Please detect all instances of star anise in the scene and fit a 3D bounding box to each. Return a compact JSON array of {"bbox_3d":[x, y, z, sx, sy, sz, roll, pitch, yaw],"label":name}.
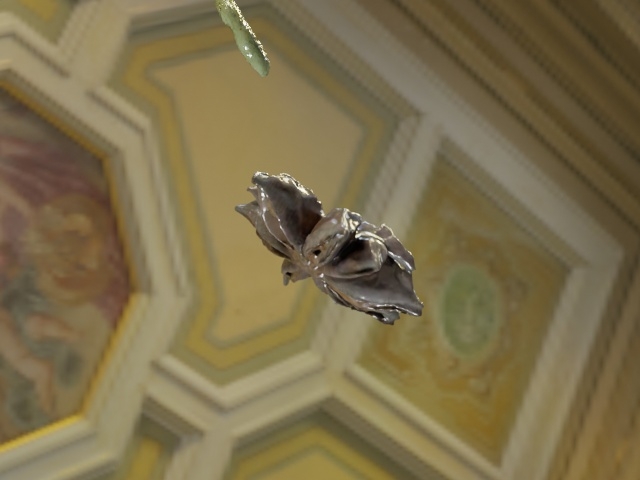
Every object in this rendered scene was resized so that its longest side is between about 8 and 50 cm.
[{"bbox_3d":[0.000,0.000,1.506,0.065,0.182,0.195,-56,-49,-16],"label":"star anise"}]

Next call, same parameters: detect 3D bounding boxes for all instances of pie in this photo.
[{"bbox_3d":[-0.063,-0.167,1.445,0.017,0.085,0.085,-32,-64,3],"label":"pie"}]
